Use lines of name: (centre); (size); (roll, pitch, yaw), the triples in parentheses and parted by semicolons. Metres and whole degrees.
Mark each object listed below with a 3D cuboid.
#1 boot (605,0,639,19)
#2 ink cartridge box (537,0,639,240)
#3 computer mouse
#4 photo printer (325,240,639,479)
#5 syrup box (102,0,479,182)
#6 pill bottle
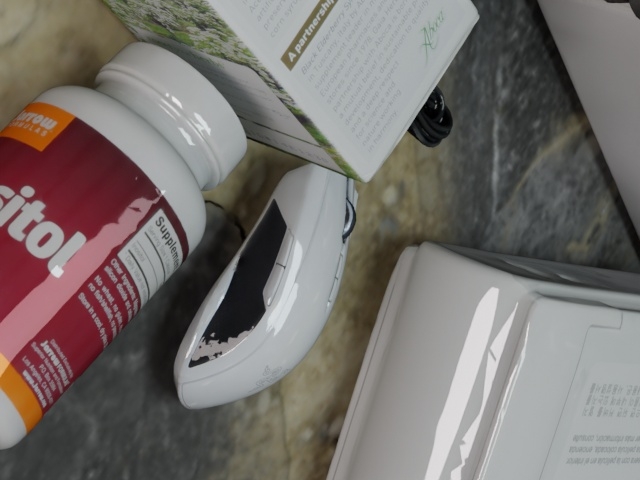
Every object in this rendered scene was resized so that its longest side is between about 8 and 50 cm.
boot: (0.163, -0.250, 0.725); (0.118, 0.222, 0.338); (-12, 116, -44)
ink cartridge box: (0.320, -0.177, 0.980); (0.395, 0.166, 0.285); (-53, 138, -19)
computer mouse: (0.000, 0.000, 0.785); (0.193, 0.042, 0.106); (-60, 160, -6)
photo printer: (0.102, 0.163, 0.939); (0.256, 0.107, 0.307); (7, 102, -49)
syrup box: (-0.042, -0.129, 0.652); (0.096, 0.093, 0.237); (-57, 139, -13)
pill bottle: (-0.100, -0.002, 0.652); (0.152, 0.086, 0.086); (-49, 137, -22)
